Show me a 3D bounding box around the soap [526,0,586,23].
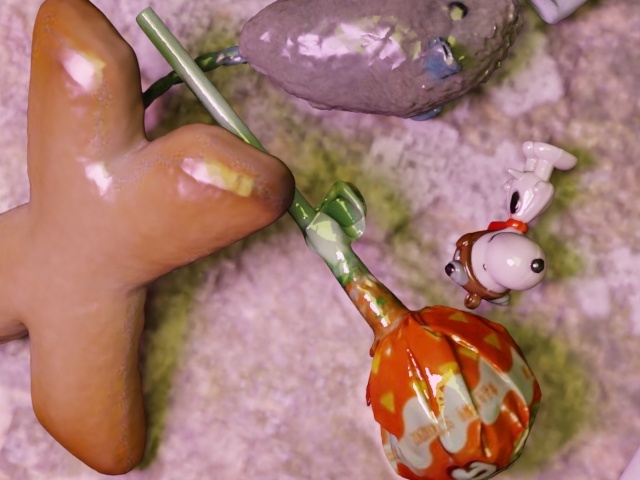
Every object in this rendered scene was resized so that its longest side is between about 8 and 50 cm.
[{"bbox_3d":[0.162,-0.267,0.927,0.289,0.095,0.173,-42,77,5],"label":"soap"}]

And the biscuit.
[{"bbox_3d":[-0.117,0.000,0.945,0.164,0.047,0.208,41,122,15],"label":"biscuit"}]

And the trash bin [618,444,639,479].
[{"bbox_3d":[0.242,0.162,0.794,0.296,0.256,0.367,26,82,22],"label":"trash bin"}]

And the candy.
[{"bbox_3d":[0.000,0.000,0.931,0.287,0.078,0.084,50,134,6],"label":"candy"}]

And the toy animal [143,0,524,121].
[{"bbox_3d":[-0.021,-0.081,0.964,0.253,0.070,0.079,-18,68,12],"label":"toy animal"}]

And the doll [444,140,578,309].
[{"bbox_3d":[0.094,-0.008,0.943,0.058,0.040,0.085,-19,52,49],"label":"doll"}]
